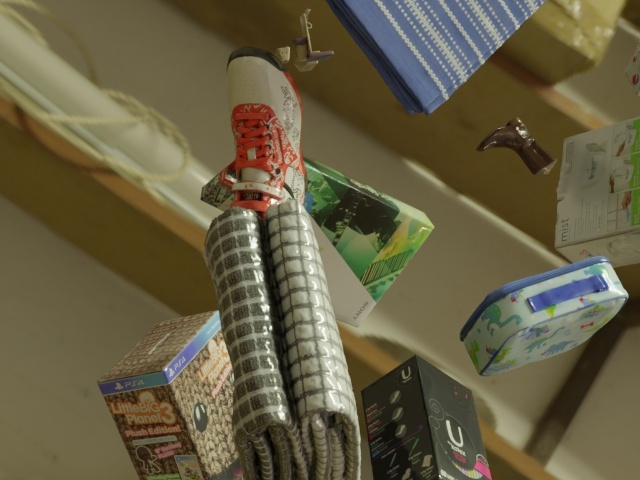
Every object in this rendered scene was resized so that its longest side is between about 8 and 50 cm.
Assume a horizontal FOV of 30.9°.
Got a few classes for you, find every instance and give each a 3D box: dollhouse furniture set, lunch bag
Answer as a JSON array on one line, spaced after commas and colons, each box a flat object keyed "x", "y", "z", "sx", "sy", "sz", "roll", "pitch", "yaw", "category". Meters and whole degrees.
[{"x": -0.042, "y": -0.320, "z": 1.865, "sx": 0.114, "sy": 0.091, "sz": 0.081, "roll": 157, "pitch": -78, "yaw": -76, "category": "dollhouse furniture set"}, {"x": 0.321, "y": 0.106, "z": 1.662, "sx": 0.090, "sy": 0.219, "sz": 0.176, "roll": 65, "pitch": -22, "yaw": 22, "category": "lunch bag"}]

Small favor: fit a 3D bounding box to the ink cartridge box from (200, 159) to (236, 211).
[{"x": -0.143, "y": -0.091, "z": 1.930, "sx": 0.062, "sy": 0.029, "sz": 0.115, "roll": 27, "pitch": -42, "yaw": -27, "category": "ink cartridge box"}]

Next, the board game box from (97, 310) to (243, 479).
[{"x": -0.234, "y": 0.311, "z": 2.061, "sx": 0.141, "sy": 0.232, "sz": 0.291, "roll": -13, "pitch": -72, "yaw": 25, "category": "board game box"}]

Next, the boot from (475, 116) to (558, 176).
[{"x": 0.339, "y": -0.146, "z": 1.986, "sx": 0.114, "sy": 0.106, "sz": 0.037, "roll": 53, "pitch": -16, "yaw": 13, "category": "boot"}]

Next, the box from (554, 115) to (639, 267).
[{"x": 0.587, "y": -0.093, "z": 2.247, "sx": 0.231, "sy": 0.262, "sz": 0.126, "roll": -17, "pitch": -38, "yaw": 40, "category": "box"}]

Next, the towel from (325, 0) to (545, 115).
[{"x": 0.166, "y": -0.350, "z": 1.497, "sx": 0.243, "sy": 0.336, "sz": 0.040, "roll": 51, "pitch": -18, "yaw": -14, "category": "towel"}]

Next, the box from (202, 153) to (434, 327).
[{"x": 0.000, "y": 0.000, "z": 1.900, "sx": 0.322, "sy": 0.232, "sz": 0.058, "roll": 22, "pitch": 23, "yaw": -34, "category": "box"}]

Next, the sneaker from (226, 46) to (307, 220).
[{"x": -0.075, "y": -0.106, "z": 1.504, "sx": 0.090, "sy": 0.145, "sz": 0.270, "roll": 2, "pitch": -45, "yaw": 14, "category": "sneaker"}]

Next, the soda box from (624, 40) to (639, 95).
[{"x": 0.644, "y": -0.285, "z": 2.006, "sx": 0.216, "sy": 0.074, "sz": 0.069, "roll": 6, "pitch": -49, "yaw": -17, "category": "soda box"}]

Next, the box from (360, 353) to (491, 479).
[{"x": 0.186, "y": 0.364, "z": 2.018, "sx": 0.143, "sy": 0.270, "sz": 0.165, "roll": -37, "pitch": -53, "yaw": 25, "category": "box"}]

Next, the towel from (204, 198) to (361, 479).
[{"x": -0.042, "y": 0.126, "z": 1.173, "sx": 0.121, "sy": 0.235, "sz": 0.284, "roll": -11, "pitch": -30, "yaw": -4, "category": "towel"}]
